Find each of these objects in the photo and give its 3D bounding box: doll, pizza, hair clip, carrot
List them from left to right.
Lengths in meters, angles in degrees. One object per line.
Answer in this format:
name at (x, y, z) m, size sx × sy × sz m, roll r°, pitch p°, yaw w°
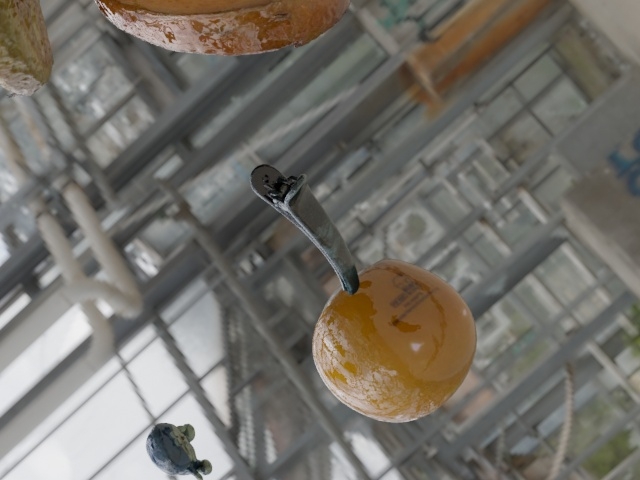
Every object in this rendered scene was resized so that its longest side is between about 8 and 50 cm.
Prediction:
pizza at (-0.364, -0.269, 1.379) m, size 0.268 × 0.087 × 0.258 m, roll -114°, pitch 10°, yaw -72°
doll at (-0.162, 0.242, 1.428) m, size 0.076 × 0.050 × 0.083 m, roll 54°, pitch -178°, yaw 28°
carrot at (-0.117, -0.306, 1.425) m, size 0.100 × 0.307 × 0.258 m, roll 80°, pitch -164°, yaw -45°
hair clip at (0.000, 0.000, 1.404) m, size 0.070 × 0.039 × 0.229 m, roll 16°, pitch 153°, yaw 39°
doll at (0.092, 0.152, 1.613) m, size 0.213 × 0.213 × 0.236 m, roll 51°, pitch 148°, yaw 37°

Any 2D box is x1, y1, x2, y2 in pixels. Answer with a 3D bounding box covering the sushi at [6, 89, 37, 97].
sushi at (-0.426, -0.237, 1.808) m, size 0.050 × 0.047 × 0.099 m, roll 31°, pitch 136°, yaw 14°
